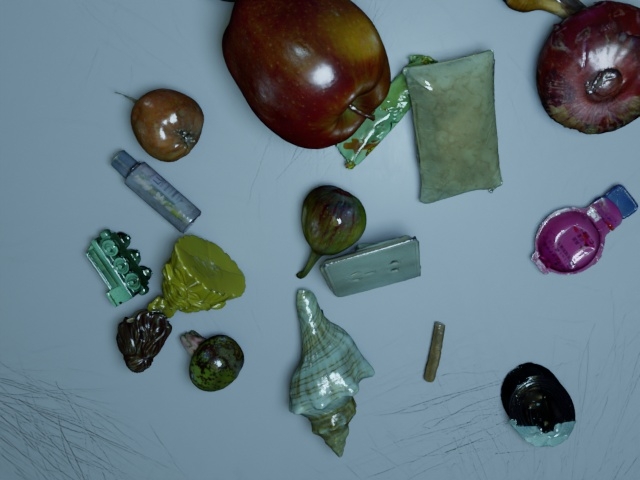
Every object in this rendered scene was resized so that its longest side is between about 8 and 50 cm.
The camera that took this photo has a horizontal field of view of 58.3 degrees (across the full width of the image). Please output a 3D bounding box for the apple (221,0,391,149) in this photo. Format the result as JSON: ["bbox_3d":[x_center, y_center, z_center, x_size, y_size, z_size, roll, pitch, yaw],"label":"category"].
[{"bbox_3d":[-0.022,-0.331,1.075,0.288,0.288,0.317,-40,84,11],"label":"apple"}]

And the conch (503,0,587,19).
[{"bbox_3d":[0.420,-0.492,1.127,0.232,0.080,0.086,-1,119,-22],"label":"conch"}]

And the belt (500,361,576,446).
[{"bbox_3d":[0.507,0.390,1.342,0.151,0.078,0.199,-27,103,7],"label":"belt"}]

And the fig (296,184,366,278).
[{"bbox_3d":[0.000,0.000,1.241,0.149,0.149,0.245,25,115,-4],"label":"fig"}]

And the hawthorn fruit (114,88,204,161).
[{"bbox_3d":[-0.322,-0.253,1.194,0.149,0.149,0.189,-39,60,11],"label":"hawthorn fruit"}]

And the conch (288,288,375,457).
[{"bbox_3d":[0.022,0.307,1.299,0.203,0.169,0.387,-10,107,-22],"label":"conch"}]

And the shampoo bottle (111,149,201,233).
[{"bbox_3d":[-0.360,-0.109,1.252,0.214,0.072,0.072,42,102,-8],"label":"shampoo bottle"}]

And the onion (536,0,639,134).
[{"bbox_3d":[0.539,-0.325,1.103,0.246,0.190,0.247,5,121,9],"label":"onion"}]

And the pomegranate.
[{"bbox_3d":[-0.249,0.271,1.332,0.125,0.163,0.138,4,127,-38],"label":"pomegranate"}]

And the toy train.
[{"bbox_3d":[-0.461,0.060,1.300,0.111,0.071,0.171,-27,102,16],"label":"toy train"}]

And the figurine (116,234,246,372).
[{"bbox_3d":[-0.343,0.149,1.286,0.315,0.187,0.168,-41,73,20],"label":"figurine"}]

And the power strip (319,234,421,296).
[{"bbox_3d":[0.109,0.044,1.241,0.213,0.198,0.065,-15,64,4],"label":"power strip"}]

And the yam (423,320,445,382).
[{"bbox_3d":[0.268,0.261,1.342,0.032,0.032,0.146,8,104,0],"label":"yam"}]

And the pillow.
[{"bbox_3d":[0.277,-0.221,1.178,0.184,0.075,0.303,-13,115,0],"label":"pillow"}]

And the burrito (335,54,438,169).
[{"bbox_3d":[0.125,-0.282,1.200,0.104,0.054,0.288,41,103,-6],"label":"burrito"}]

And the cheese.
[{"bbox_3d":[0.569,-0.020,1.244,0.244,0.062,0.155,-41,100,10],"label":"cheese"}]
